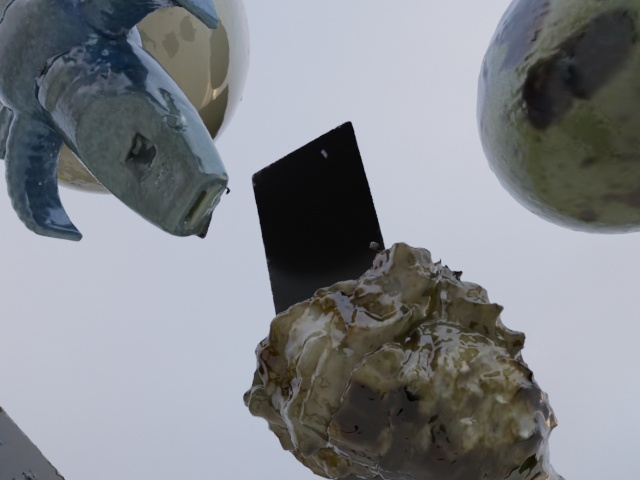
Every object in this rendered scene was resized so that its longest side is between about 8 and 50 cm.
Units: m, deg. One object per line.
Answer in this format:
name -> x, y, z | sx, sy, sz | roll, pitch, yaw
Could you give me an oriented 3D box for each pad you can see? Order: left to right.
pad -> 0.000, 0.000, 0.784 | 0.160, 0.265, 0.009 | -26, -28, 26

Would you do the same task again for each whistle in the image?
whistle -> -0.149, -0.103, 0.417 | 0.180, 0.269, 0.093 | -53, -28, 16

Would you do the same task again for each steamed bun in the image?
steamed bun -> -0.238, -0.208, 0.712 | 0.324, 0.206, 0.324 | 4, -78, 19

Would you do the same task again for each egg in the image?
egg -> 0.383, -0.209, 0.798 | 0.345, 0.345, 0.428 | 24, -65, -25

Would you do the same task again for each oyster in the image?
oyster -> 0.096, 0.162, 0.503 | 0.198, 0.133, 0.337 | -34, -66, 24

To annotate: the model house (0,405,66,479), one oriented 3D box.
model house -> -0.296, 0.216, 0.396 | 0.181, 0.248, 0.176 | 45, -75, 10
